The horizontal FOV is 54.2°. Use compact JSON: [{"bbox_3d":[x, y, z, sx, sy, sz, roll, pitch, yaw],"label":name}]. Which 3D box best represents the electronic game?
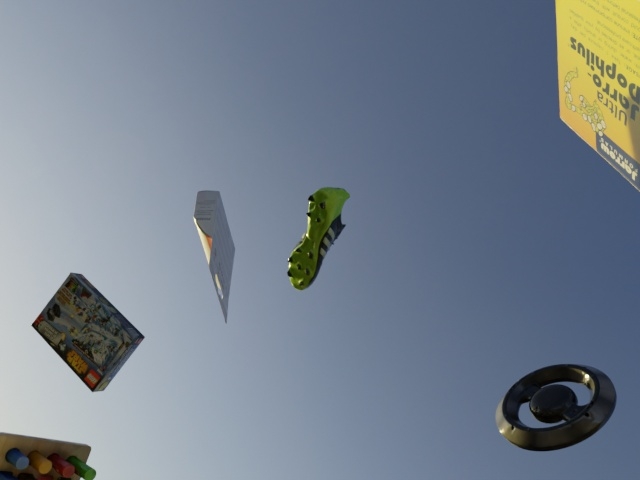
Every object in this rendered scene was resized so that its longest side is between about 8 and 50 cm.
[{"bbox_3d":[0.446,0.314,1.196,0.229,0.229,0.048,-14,-67,45],"label":"electronic game"}]

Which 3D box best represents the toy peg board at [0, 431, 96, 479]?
[{"bbox_3d":[-0.437,0.395,0.964,0.079,0.161,0.160,6,-17,41],"label":"toy peg board"}]

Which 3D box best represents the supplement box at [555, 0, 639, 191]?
[{"bbox_3d":[0.406,-0.262,0.712,0.195,0.194,0.356,65,1,43],"label":"supplement box"}]

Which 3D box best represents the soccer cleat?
[{"bbox_3d":[0.000,0.000,0.960,0.060,0.072,0.179,38,-57,33],"label":"soccer cleat"}]

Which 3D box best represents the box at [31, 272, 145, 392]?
[{"bbox_3d":[-0.311,0.121,0.833,0.137,0.094,0.027,40,3,18],"label":"box"}]

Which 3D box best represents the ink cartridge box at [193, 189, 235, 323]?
[{"bbox_3d":[-0.235,0.034,1.355,0.066,0.232,0.189,-2,-46,6],"label":"ink cartridge box"}]
